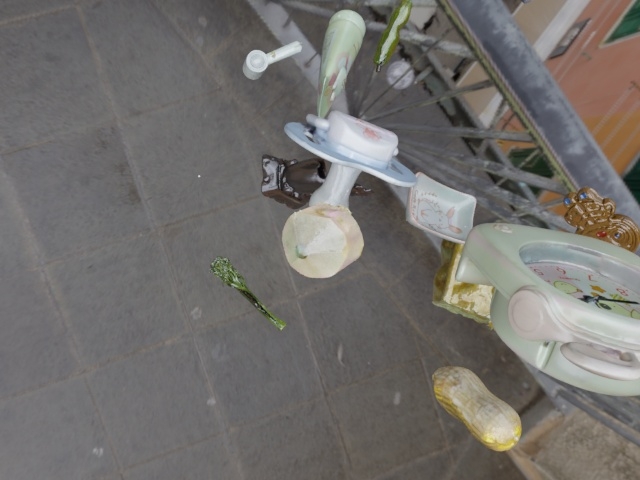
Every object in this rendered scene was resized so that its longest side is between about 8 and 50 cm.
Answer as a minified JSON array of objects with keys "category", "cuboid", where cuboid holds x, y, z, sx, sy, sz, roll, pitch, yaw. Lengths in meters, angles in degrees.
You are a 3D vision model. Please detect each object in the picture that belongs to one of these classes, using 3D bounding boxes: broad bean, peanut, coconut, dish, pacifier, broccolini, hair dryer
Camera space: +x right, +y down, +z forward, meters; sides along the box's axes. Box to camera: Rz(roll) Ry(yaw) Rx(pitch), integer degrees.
[{"category":"broad bean","cuboid":[0.187,-0.540,1.643,0.048,0.070,0.213,27,90,4]},{"category":"peanut","cuboid":[0.273,0.291,1.112,0.087,0.207,0.087,-12,117,-24]},{"category":"coconut","cuboid":[0.000,0.000,0.977,0.116,0.122,0.116,8,108,25]},{"category":"dish","cuboid":[0.316,-0.077,1.700,0.212,0.077,0.151,20,64,-23]},{"category":"pacifier","cuboid":[0.040,-0.138,1.251,0.287,0.238,0.225,18,108,-26]},{"category":"broccolini","cuboid":[-0.159,0.115,1.384,0.054,0.239,0.051,-22,142,-45]},{"category":"hair dryer","cuboid":[-0.100,-0.394,1.344,0.137,0.082,0.047,-27,98,-9]}]

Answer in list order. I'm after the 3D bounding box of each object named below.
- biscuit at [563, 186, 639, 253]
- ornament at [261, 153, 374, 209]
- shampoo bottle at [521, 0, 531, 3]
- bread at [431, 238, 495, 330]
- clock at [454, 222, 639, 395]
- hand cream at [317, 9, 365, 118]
[{"category":"biscuit","cuboid":[0.549,-0.028,1.233,0.175,0.124,0.026,46,56,-12]},{"category":"ornament","cuboid":[0.013,-0.134,1.494,0.261,0.251,0.106,4,85,19]},{"category":"shampoo bottle","cuboid":[0.459,-0.687,1.513,0.087,0.049,0.233,-27,87,19]},{"category":"bread","cuboid":[0.439,0.105,1.814,0.239,0.196,0.252,20,86,24]},{"category":"clock","cuboid":[0.194,0.052,0.459,0.152,0.191,0.062,9,113,-11]},{"category":"hand cream","cuboid":[0.034,-0.426,1.481,0.093,0.147,0.305,16,58,2]}]
